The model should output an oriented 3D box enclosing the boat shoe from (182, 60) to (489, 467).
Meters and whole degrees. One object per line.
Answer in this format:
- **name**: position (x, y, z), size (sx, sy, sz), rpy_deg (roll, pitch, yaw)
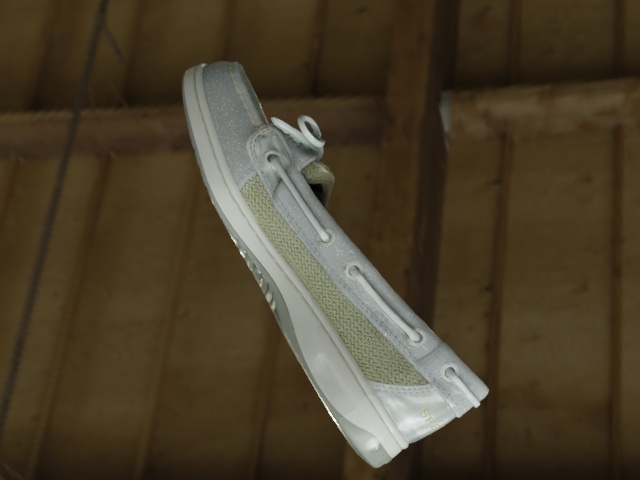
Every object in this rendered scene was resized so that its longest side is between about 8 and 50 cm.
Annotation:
- **boat shoe**: position (0.000, 0.000, 1.102), size (0.103, 0.118, 0.320), rpy_deg (-29, -114, 2)
